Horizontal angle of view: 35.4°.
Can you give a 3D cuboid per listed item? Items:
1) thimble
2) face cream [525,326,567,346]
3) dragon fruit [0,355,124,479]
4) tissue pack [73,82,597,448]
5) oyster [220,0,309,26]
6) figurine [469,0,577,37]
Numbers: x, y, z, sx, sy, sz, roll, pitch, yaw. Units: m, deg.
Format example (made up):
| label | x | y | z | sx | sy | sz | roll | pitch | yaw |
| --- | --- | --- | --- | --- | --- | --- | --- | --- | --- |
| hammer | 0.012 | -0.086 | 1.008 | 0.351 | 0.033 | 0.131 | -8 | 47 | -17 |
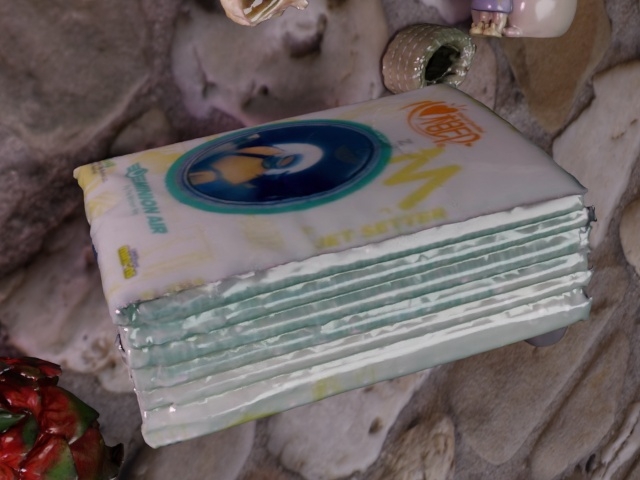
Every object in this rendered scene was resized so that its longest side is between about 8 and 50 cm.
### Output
| label | x | y | z | sx | sy | sz | roll | pitch | yaw |
| --- | --- | --- | --- | --- | --- | --- | --- | --- | --- |
| thimble | 0.128 | -0.208 | 1.168 | 0.110 | 0.062 | 0.084 | -29 | 125 | -31 |
| face cream | 0.310 | 0.097 | 1.419 | 0.091 | 0.091 | 0.095 | -41 | 135 | -24 |
| dragon fruit | -0.270 | 0.195 | 0.882 | 0.182 | 0.182 | 0.189 | -43 | 109 | -23 |
| tissue pack | 0.000 | 0.000 | 0.887 | 0.388 | 0.287 | 0.162 | -14 | 121 | -12 |
| oyster | -0.017 | -0.358 | 0.963 | 0.271 | 0.100 | 0.275 | -21 | 106 | -38 |
| figurine | 0.236 | -0.359 | 1.178 | 0.155 | 0.127 | 0.236 | -7 | 104 | -30 |
